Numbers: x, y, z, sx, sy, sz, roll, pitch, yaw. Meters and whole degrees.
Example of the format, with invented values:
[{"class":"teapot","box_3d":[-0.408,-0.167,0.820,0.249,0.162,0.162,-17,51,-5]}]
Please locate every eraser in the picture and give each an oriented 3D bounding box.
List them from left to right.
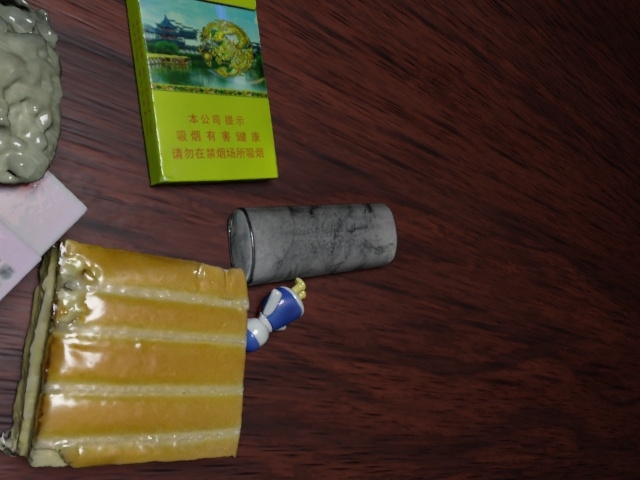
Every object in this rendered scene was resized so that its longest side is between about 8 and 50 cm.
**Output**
[{"class":"eraser","box_3d":[-0.364,0.048,0.523,0.086,0.130,0.287,51,56,-26]}]

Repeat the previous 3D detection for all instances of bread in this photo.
[{"class":"bread","box_3d":[-0.215,0.129,0.653,0.246,0.111,0.239,11,76,-37]}]

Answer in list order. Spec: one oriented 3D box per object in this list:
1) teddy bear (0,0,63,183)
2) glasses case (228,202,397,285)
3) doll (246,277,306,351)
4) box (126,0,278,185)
[{"class":"teddy bear","box_3d":[-0.388,-0.152,0.439,0.368,0.224,0.357,-29,81,-32]},{"class":"glasses case","box_3d":[0.000,0.000,0.879,0.299,0.060,0.114,-4,88,-40]},{"class":"doll","box_3d":[-0.073,0.112,0.806,0.143,0.058,0.098,-42,150,-27]},{"class":"box","box_3d":[-0.164,-0.246,0.775,0.187,0.047,0.335,-8,90,-40]}]
